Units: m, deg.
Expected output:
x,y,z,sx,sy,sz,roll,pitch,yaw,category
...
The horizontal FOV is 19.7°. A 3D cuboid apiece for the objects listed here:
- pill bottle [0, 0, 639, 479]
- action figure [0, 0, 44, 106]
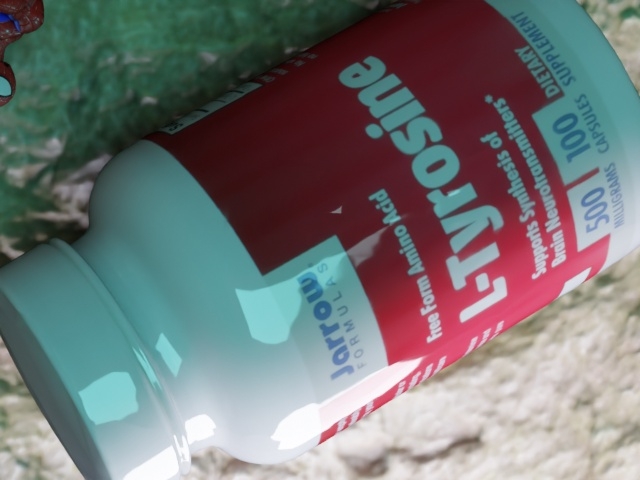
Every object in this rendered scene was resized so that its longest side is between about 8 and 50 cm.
x,y,z,sx,sy,sz,roll,pitch,yaw,category
0.000,0.000,1.201,0.408,0.229,0.229,-30,114,-17,pill bottle
-0.233,-0.176,1.074,0.091,0.139,0.280,2,131,16,action figure
